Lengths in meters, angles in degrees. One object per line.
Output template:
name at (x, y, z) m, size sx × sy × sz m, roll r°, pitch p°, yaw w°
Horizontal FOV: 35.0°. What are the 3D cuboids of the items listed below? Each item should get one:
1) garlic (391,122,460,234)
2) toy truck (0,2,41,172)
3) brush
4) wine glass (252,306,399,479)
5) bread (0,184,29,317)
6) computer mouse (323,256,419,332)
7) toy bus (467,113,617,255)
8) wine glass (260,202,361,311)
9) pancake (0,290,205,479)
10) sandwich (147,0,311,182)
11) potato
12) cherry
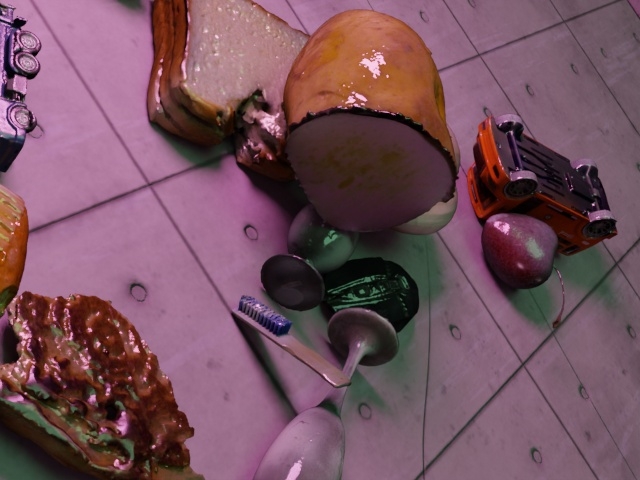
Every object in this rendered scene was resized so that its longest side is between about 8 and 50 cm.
garlic at (0.098, -0.134, 1.483) m, size 0.203 × 0.185 × 0.281 m, roll -7°, pitch 68°, yaw -31°
toy truck at (-0.360, -0.178, 1.112) m, size 0.088 × 0.074 × 0.201 m, roll 16°, pitch 52°, yaw -33°
brush at (-0.033, 0.118, 1.207) m, size 0.178 × 0.030 × 0.033 m, roll 32°, pitch 15°, yaw 30°
wine glass at (0.081, 0.204, 1.160) m, size 0.309 × 0.264 × 0.096 m, roll -61°, pitch 137°, yaw -49°
bread at (-0.350, 0.044, 0.876) m, size 0.133 × 0.179 × 0.250 m, roll 38°, pitch 41°, yaw -28°
computer mouse at (0.081, 0.073, 1.408) m, size 0.192 × 0.062 × 0.105 m, roll 0°, pitch 63°, yaw -48°
toy bus at (0.369, -0.088, 1.761) m, size 0.329 × 0.153 × 0.143 m, roll 21°, pitch 48°, yaw -38°
wine glass at (0.000, 0.000, 1.351) m, size 0.093 × 0.093 × 0.202 m, roll 48°, pitch 40°, yaw -10°
pancake at (-0.235, 0.163, 1.012) m, size 0.257 × 0.056 × 0.212 m, roll 56°, pitch 30°, yaw 13°
sandwich at (-0.104, -0.218, 1.398) m, size 0.273 × 0.095 × 0.249 m, roll 24°, pitch 49°, yaw -35°
potato at (0.054, -0.181, 1.310) m, size 0.229 × 0.229 × 0.266 m, roll 29°, pitch 44°, yaw -30°
cherry at (0.323, 0.034, 1.657) m, size 0.148 × 0.115 × 0.188 m, roll 55°, pitch 39°, yaw -33°
